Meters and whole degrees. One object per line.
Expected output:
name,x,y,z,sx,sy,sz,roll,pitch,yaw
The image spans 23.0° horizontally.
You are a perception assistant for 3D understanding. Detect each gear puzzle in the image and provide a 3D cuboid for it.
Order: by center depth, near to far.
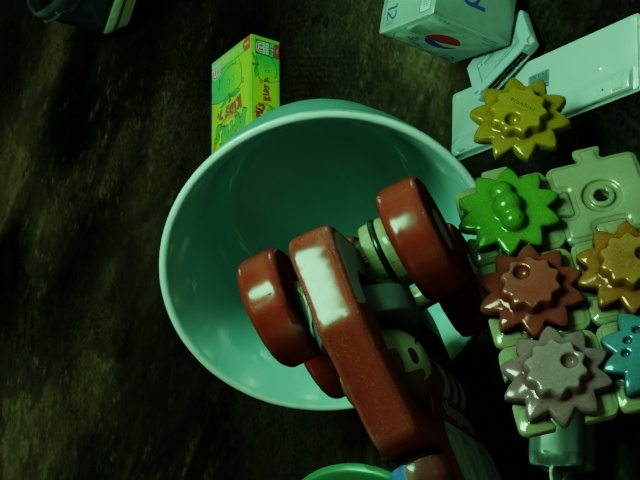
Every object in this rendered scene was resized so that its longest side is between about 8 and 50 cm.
gear puzzle,0.203,-0.010,1.274,0.044,0.175,0.339,75,-177,-55

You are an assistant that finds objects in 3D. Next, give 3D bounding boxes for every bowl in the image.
bowl,0.004,-0.009,1.496,0.311,0.311,0.163,-62,16,23

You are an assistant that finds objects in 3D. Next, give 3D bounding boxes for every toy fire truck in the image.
toy fire truck,0.070,0.109,1.300,0.169,0.302,0.254,-27,67,10

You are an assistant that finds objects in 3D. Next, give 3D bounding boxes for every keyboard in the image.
keyboard,0.204,-0.138,1.456,0.256,0.014,0.072,-20,58,53

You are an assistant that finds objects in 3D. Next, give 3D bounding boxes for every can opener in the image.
can opener,0.215,0.169,1.291,0.093,0.074,0.280,-6,73,20

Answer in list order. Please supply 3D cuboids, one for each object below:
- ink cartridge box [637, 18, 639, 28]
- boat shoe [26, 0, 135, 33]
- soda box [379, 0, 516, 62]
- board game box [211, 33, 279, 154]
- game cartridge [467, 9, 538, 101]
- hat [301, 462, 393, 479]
ink cartridge box,0.329,-0.088,1.110,0.087,0.153,0.208,-45,45,39
boat shoe,-0.310,-0.421,2.068,0.500,0.156,0.187,126,140,-67
soda box,0.140,-0.325,1.523,0.091,0.098,0.286,-12,65,57
board game box,-0.090,-0.144,1.879,0.092,0.043,0.181,-28,56,50
game cartridge,0.174,-0.178,1.500,0.083,0.017,0.056,-46,38,32
hat,0.068,0.243,1.506,0.208,0.183,0.173,19,119,15
